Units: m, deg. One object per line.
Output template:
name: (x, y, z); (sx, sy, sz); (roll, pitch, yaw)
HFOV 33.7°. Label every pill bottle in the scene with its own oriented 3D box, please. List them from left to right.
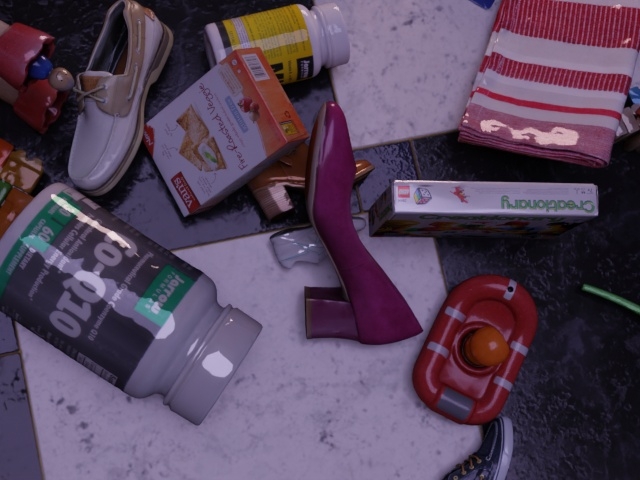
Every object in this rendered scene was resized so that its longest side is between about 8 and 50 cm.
pill bottle: (-0.277, 0.094, 1.500); (0.361, 0.204, 0.204); (33, 77, -1)
pill bottle: (-0.068, -0.300, 1.641); (0.208, 0.119, 0.119); (-15, 82, -10)

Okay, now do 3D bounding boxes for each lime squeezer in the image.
lime squeezer: (0.546, 0.172, 1.684); (0.110, 0.059, 0.310); (-35, 87, 18)

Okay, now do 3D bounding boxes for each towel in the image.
towel: (0.372, -0.276, 1.667); (0.237, 0.037, 0.329); (13, 66, 19)

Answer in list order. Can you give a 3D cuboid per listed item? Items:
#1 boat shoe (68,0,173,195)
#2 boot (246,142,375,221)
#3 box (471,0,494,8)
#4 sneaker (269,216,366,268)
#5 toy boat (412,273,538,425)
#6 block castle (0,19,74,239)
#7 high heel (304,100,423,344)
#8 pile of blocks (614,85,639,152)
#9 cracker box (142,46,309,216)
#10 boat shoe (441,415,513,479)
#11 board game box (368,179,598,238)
boat shoe: (-0.320, -0.218, 1.582); (0.113, 0.103, 0.302); (3, 69, 30)
boot: (-0.027, -0.132, 1.643); (0.197, 0.073, 0.152); (-21, 79, -13)
box: (0.281, -0.512, 1.770); (0.136, 0.036, 0.225); (30, 79, -2)
sneaker: (0.000, 0.000, 1.637); (0.152, 0.054, 0.061); (-16, 98, -8)
toy boat: (0.243, 0.160, 1.585); (0.151, 0.151, 0.231); (27, 78, -3)
block castle: (-0.510, -0.075, 1.448); (0.213, 0.303, 0.453); (29, 78, -3)
high heel: (0.068, -0.022, 1.554); (0.181, 0.127, 0.377); (0, 116, -4)
pile of blocks: (0.506, -0.215, 1.708); (0.362, 0.112, 0.149); (12, 79, -6)
cracker box: (-0.147, -0.157, 1.561); (0.067, 0.232, 0.155); (-22, 81, -55)
boat shoe: (0.232, 0.348, 1.594); (0.083, 0.065, 0.183); (17, 79, -6)
board game box: (0.239, -0.044, 1.600); (0.305, 0.193, 0.053); (0, 80, -7)
